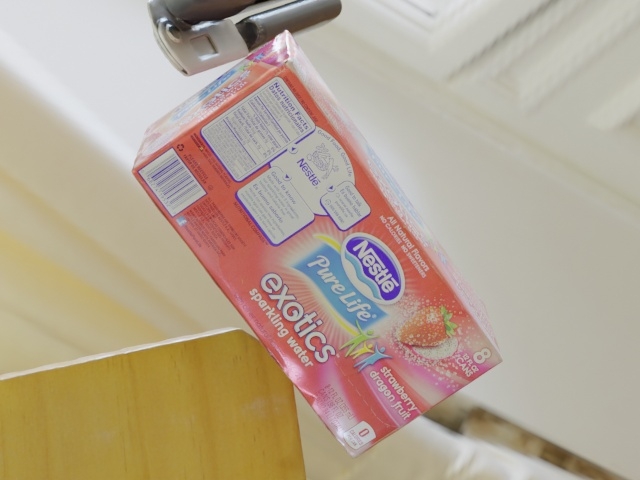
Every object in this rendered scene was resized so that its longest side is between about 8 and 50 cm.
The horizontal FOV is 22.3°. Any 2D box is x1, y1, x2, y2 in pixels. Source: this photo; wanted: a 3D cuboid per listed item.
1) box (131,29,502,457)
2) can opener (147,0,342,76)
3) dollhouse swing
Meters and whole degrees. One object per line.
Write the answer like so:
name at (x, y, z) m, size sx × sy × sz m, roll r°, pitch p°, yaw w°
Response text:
box at (0.000, 0.000, 1.312) m, size 0.154 × 0.300 × 0.142 m, roll -35°, pitch 15°, yaw 10°
can opener at (-0.059, -0.208, 1.467) m, size 0.093 × 0.074 × 0.280 m, roll -27°, pitch 1°, yaw 31°
dollhouse swing at (-0.182, 0.268, 1.432) m, size 0.315 × 0.347 × 0.305 m, roll -34°, pitch 70°, yaw 64°
